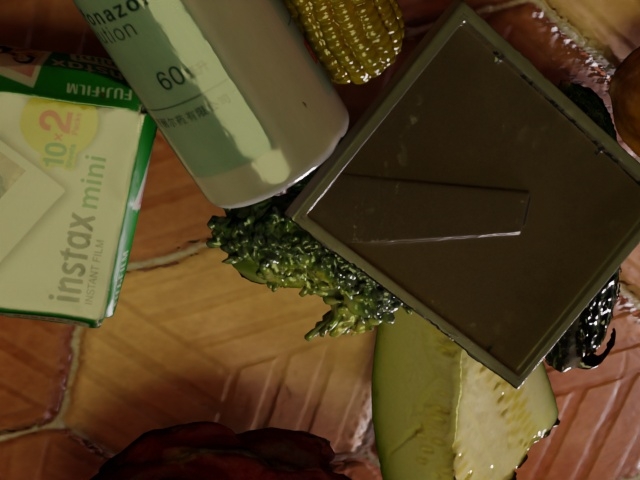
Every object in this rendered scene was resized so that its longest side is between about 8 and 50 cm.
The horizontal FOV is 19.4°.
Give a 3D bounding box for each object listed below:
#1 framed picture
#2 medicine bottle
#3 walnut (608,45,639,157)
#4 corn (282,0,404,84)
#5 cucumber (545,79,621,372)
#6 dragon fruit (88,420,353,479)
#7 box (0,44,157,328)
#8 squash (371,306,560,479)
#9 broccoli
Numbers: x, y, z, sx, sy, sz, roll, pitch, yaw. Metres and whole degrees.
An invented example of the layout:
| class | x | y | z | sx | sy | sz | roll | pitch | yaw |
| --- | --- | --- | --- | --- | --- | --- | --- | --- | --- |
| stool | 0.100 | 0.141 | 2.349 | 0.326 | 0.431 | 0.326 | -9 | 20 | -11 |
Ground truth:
| class | x | y | z | sx | sy | sz | roll | pitch | yaw |
| --- | --- | --- | --- | --- | --- | --- | --- | --- | --- |
| framed picture | 0.115 | -0.024 | 1.274 | 0.250 | 0.016 | 0.184 | 36 | 94 | -34 |
| medicine bottle | -0.113 | -0.186 | 1.143 | 0.110 | 0.110 | 0.352 | -28 | 112 | 14 |
| walnut | 0.295 | -0.082 | 1.302 | 0.207 | 0.116 | 0.116 | 18 | 124 | -18 |
| corn | -0.012 | -0.198 | 1.186 | 0.080 | 0.080 | 0.231 | -21 | 127 | 9 |
| cucumber | 0.193 | -0.015 | 1.373 | 0.067 | 0.067 | 0.245 | -5 | 127 | -4 |
| dragon fruit | -0.074 | 0.295 | 1.429 | 0.329 | 0.329 | 0.329 | -4 | 129 | -5 |
| box | -0.240 | -0.048 | 1.238 | 0.250 | 0.103 | 0.180 | 7 | 114 | -13 |
| squash | 0.078 | 0.098 | 1.418 | 0.169 | 0.093 | 0.252 | -49 | 135 | -27 |
| broccoli | 0.000 | 0.000 | 1.329 | 0.154 | 0.167 | 0.160 | 54 | 140 | -4 |
